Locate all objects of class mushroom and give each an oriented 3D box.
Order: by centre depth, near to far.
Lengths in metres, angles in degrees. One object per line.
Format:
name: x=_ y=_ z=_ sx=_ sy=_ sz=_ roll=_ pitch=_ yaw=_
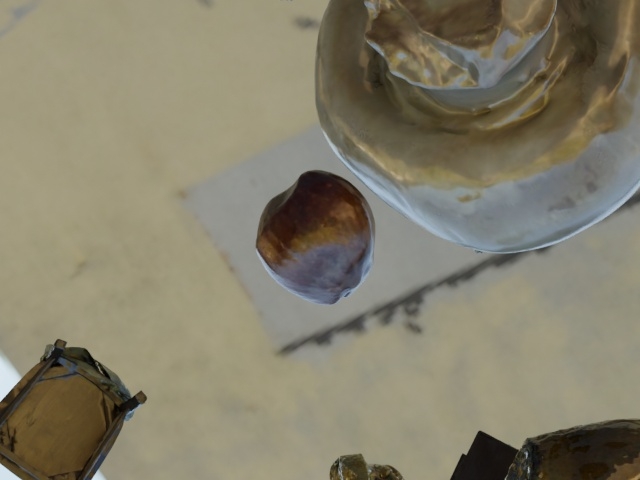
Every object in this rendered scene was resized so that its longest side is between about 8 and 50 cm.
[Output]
mushroom: x=0.122 y=-0.150 z=1.162 sx=0.297 sy=0.298 sz=0.290 roll=-30 pitch=153 yaw=12

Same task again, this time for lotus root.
lotus root: x=0.313 y=0.308 z=1.604 sx=0.267 sy=0.260 sz=0.149 roll=-58 pitch=-168 yaw=11

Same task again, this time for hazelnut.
hazelnut: x=0.000 y=0.000 z=1.783 sx=0.154 sy=0.143 sz=0.143 roll=-55 pitch=177 yaw=39

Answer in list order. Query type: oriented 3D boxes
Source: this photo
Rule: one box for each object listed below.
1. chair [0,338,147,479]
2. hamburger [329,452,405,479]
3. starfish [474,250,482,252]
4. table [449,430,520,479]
chair: x=-0.335 y=0.229 z=2.017 sx=0.186 sy=0.160 sz=0.319 roll=-56 pitch=-173 yaw=-14
hamburger: x=0.092 y=0.469 z=2.346 sx=0.134 sy=0.285 sz=0.265 roll=0 pitch=-148 yaw=-14
starfish: x=0.140 y=-0.129 z=1.790 sx=0.078 sy=0.347 sz=0.358 roll=-32 pitch=180 yaw=22
table: x=0.250 y=0.378 z=2.070 sx=0.172 sy=0.169 sz=0.193 roll=26 pitch=-93 yaw=31
